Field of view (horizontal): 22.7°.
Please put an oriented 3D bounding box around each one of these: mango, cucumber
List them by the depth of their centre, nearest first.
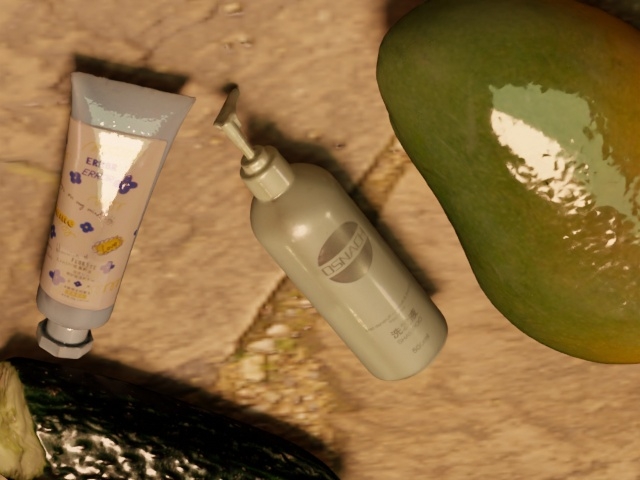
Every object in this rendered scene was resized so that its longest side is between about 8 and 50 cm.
[{"bbox_3d":[0.134,-0.037,0.824,0.156,0.114,0.251,-28,115,26],"label":"mango"},{"bbox_3d":[-0.085,0.132,0.949,0.241,0.074,0.074,19,124,-23],"label":"cucumber"}]

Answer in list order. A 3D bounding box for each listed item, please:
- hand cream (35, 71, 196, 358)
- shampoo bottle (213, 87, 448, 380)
[{"bbox_3d":[-0.119,-0.010,0.847,0.065,0.043,0.171,11,124,-16],"label":"hand cream"},{"bbox_3d":[0.000,0.000,0.864,0.056,0.056,0.195,-30,127,15],"label":"shampoo bottle"}]
